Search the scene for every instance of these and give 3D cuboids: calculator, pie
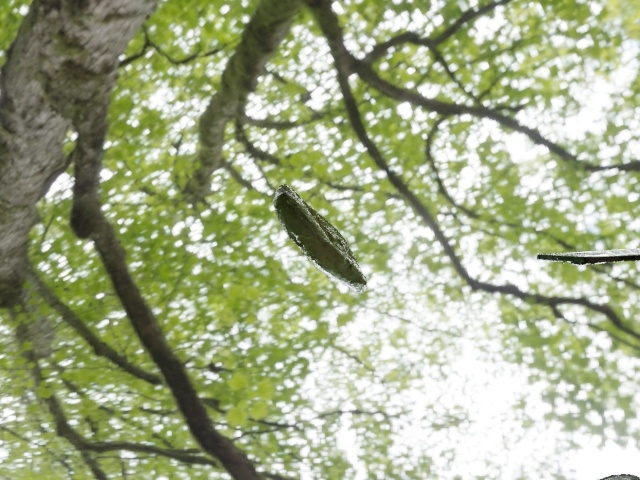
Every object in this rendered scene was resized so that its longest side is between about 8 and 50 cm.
[{"bbox_3d":[0.571,0.032,1.630,0.261,0.161,0.021,-2,-88,-23],"label":"calculator"},{"bbox_3d":[0.000,0.000,1.132,0.041,0.187,0.187,-42,-72,6],"label":"pie"}]

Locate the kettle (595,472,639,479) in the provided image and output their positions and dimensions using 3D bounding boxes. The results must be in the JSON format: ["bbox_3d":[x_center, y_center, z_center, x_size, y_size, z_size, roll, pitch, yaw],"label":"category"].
[{"bbox_3d":[0.313,0.415,0.761,0.308,0.262,0.203,44,-169,1],"label":"kettle"}]
